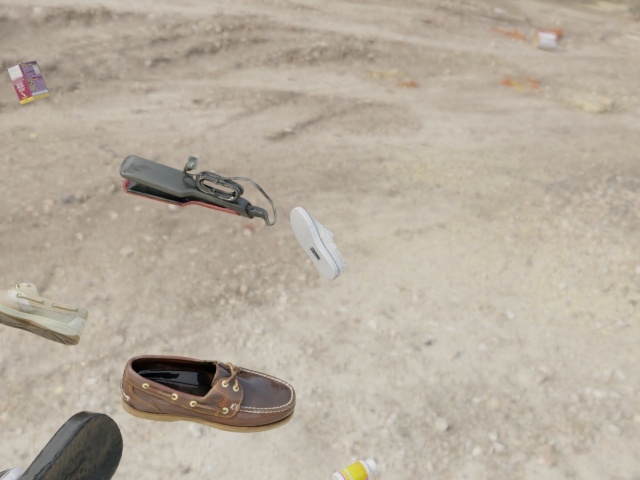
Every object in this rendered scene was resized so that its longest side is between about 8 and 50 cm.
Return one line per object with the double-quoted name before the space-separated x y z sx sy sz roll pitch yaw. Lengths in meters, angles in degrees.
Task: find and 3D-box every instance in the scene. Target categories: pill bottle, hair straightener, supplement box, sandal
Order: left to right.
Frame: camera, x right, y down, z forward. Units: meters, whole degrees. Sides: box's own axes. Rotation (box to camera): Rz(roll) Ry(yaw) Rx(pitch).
"supplement box" -0.640 -0.347 1.834 0.043 0.083 0.055 -12 12 30
"sandal" -0.412 0.443 1.207 0.107 0.167 0.446 5 49 29
"hair straightener" -0.166 -0.070 1.134 0.230 0.089 0.047 20 61 9
"pill bottle" 0.068 0.452 1.613 0.083 0.043 0.043 -20 38 -26

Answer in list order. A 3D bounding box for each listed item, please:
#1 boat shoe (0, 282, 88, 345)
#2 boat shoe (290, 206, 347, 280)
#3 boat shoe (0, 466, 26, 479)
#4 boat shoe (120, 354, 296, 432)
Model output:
"boat shoe" -0.704 0.153 1.984 0.302 0.109 0.098 23 64 -16
"boat shoe" 0.000 0.000 1.026 0.035 0.035 0.100 -28 81 -40
"boat shoe" -0.584 0.437 1.413 0.076 0.080 0.228 30 18 3
"boat shoe" -0.126 0.173 0.968 0.207 0.073 0.073 5 37 -13
